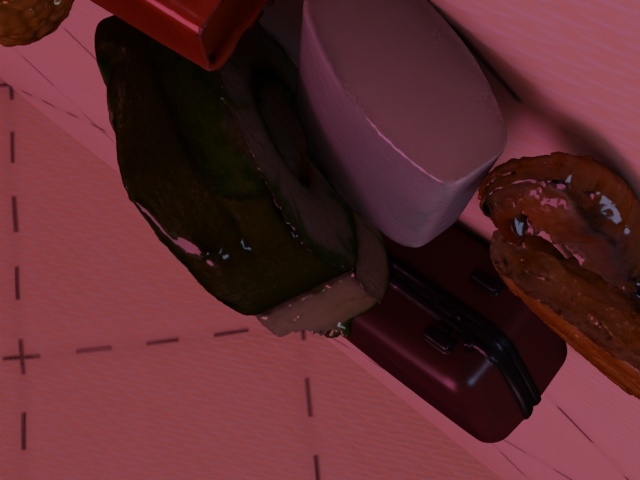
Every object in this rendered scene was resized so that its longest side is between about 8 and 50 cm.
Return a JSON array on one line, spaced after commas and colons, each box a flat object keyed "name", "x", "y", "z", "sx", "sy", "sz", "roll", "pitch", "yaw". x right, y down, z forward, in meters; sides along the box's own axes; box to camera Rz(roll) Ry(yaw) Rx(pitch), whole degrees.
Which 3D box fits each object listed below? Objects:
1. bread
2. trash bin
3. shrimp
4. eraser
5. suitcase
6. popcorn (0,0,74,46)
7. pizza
[{"name": "bread", "x": -0.070, "y": -0.064, "z": 1.424, "sx": 0.382, "sy": 0.129, "sz": 0.366, "roll": 58, "pitch": -165, "yaw": -16}, {"name": "trash bin", "x": -0.150, "y": -0.252, "z": 1.228, "sx": 0.238, "sy": 0.161, "sz": 0.184, "roll": 36, "pitch": 171, "yaw": 5}, {"name": "shrimp", "x": 0.216, "y": -0.001, "z": 1.202, "sx": 0.117, "sy": 0.066, "sz": 0.262, "roll": 4, "pitch": 151, "yaw": 33}, {"name": "eraser", "x": 0.056, "y": -0.101, "z": 1.244, "sx": 0.189, "sy": 0.104, "sz": 0.290, "roll": 56, "pitch": 173, "yaw": 7}, {"name": "suitcase", "x": 0.122, "y": 0.076, "z": 1.702, "sx": 0.297, "sy": 0.161, "sz": 0.236, "roll": 35, "pitch": 170, "yaw": 30}, {"name": "popcorn", "x": -0.420, "y": -0.321, "z": 1.905, "sx": 0.200, "sy": 0.203, "sz": 0.226, "roll": 56, "pitch": -177, "yaw": -26}, {"name": "pizza", "x": 0.306, "y": 0.107, "z": 1.357, "sx": 0.287, "sy": 0.075, "sz": 0.280, "roll": 37, "pitch": 178, "yaw": 46}]
